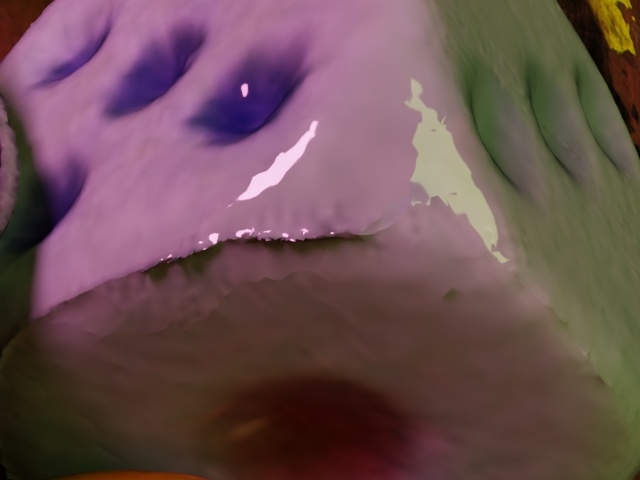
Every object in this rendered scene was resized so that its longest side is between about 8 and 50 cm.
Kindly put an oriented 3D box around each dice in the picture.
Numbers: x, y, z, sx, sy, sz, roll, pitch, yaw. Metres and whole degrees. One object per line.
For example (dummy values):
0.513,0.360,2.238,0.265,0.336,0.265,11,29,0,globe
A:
0.000,0.000,0.753,0.268,0.264,0.263,46,31,-34,dice

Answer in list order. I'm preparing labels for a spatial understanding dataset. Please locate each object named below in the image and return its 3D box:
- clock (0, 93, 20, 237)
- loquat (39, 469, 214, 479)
-0.254,-0.081,0.571,0.325,0.067,0.325,38,24,-20,clock
-0.065,0.182,0.618,0.234,0.176,0.187,7,29,-17,loquat
